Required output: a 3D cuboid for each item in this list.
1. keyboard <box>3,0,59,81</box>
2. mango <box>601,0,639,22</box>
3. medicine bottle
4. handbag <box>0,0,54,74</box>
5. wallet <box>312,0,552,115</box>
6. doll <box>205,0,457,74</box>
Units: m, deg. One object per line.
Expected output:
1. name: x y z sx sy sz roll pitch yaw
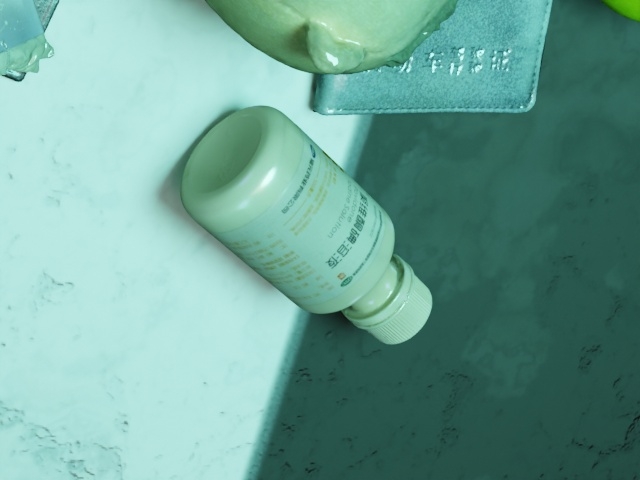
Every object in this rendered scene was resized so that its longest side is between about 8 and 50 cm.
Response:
1. keyboard: -0.211 -0.194 0.941 0.053 0.010 0.155 21 102 -35
2. mango: 0.325 -0.265 1.119 0.293 0.143 0.175 17 106 -43
3. medicine bottle: 0.000 0.000 1.082 0.114 0.114 0.252 -48 126 0
4. handbag: -0.259 -0.180 0.868 0.117 0.095 0.173 -23 113 -12
5. wallet: 0.102 -0.187 1.095 0.222 0.036 0.167 -4 115 -26
6. doll: 0.046 -0.290 0.898 0.247 0.247 0.349 41 82 -35
